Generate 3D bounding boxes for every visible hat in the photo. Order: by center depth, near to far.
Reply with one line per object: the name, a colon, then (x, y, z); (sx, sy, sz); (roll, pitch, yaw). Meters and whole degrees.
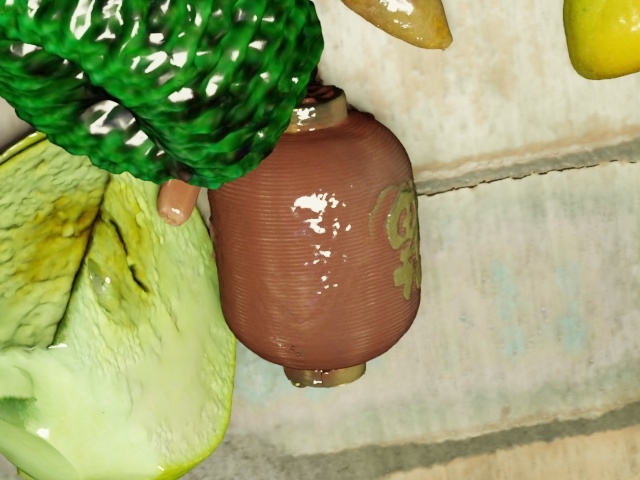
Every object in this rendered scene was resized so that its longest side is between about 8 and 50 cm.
hat: (-0.102, -0.227, 1.177); (0.242, 0.274, 0.332); (13, 70, 19)

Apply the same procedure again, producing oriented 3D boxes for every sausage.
sausage: (-0.100, -0.080, 1.312); (0.035, 0.030, 0.147); (21, 64, -11)

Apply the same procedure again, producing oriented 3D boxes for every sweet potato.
sweet potato: (0.025, -0.229, 1.288); (0.065, 0.051, 0.218); (-40, 105, 17)

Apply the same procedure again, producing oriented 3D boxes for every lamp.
lamp: (0.000, 0.000, 1.318); (0.180, 0.180, 0.258); (-5, 112, 2)

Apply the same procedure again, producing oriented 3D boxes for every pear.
pear: (-0.190, 0.081, 1.324); (0.176, 0.286, 0.282); (-11, 136, 25)

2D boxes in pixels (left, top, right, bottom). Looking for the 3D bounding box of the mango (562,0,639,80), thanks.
mango: (0.316, -0.238, 1.258); (0.317, 0.119, 0.176); (-36, 109, 21)
